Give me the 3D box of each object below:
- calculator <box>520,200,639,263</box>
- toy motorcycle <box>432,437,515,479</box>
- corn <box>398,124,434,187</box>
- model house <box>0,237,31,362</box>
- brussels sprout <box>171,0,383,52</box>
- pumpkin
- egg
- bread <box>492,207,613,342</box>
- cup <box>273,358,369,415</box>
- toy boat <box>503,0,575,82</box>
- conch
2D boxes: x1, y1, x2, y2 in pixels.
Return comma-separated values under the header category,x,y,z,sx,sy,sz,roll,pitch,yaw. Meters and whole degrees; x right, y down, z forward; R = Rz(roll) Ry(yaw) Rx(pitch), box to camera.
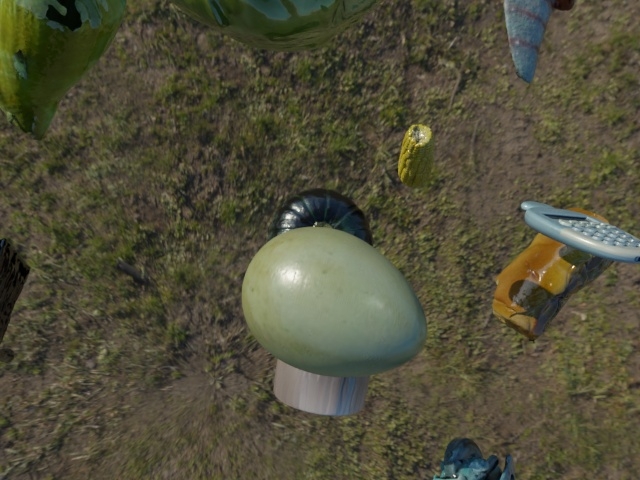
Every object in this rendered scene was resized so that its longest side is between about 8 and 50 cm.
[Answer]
category,x,y,z,sx,sy,sz,roll,pitch,yaw
calculator,0.527,-0.020,1.289,0.188,0.303,0.042,2,108,-23
toy motorcycle,0.249,0.473,1.052,0.206,0.154,0.260,46,49,-22
corn,0.183,-0.157,1.211,0.067,0.206,0.067,-1,72,4
model house,-0.299,0.009,0.450,0.141,0.203,0.164,-18,62,-16
brussels sprout,-0.039,-0.335,0.628,0.328,0.247,0.328,-14,121,-25
pumpkin,0.000,0.000,1.177,0.202,0.140,0.202,2,72,-6
egg,0.020,0.097,0.956,0.295,0.218,0.218,21,72,28
bread,0.561,0.076,1.561,0.344,0.195,0.149,-45,107,-3
cup,-0.003,0.205,1.378,0.208,0.288,0.273,4,97,-42
toy boat,0.451,-0.487,1.366,0.206,0.096,0.282,19,86,-31
conch,-0.200,-0.172,0.472,0.095,0.079,0.201,45,116,-8
